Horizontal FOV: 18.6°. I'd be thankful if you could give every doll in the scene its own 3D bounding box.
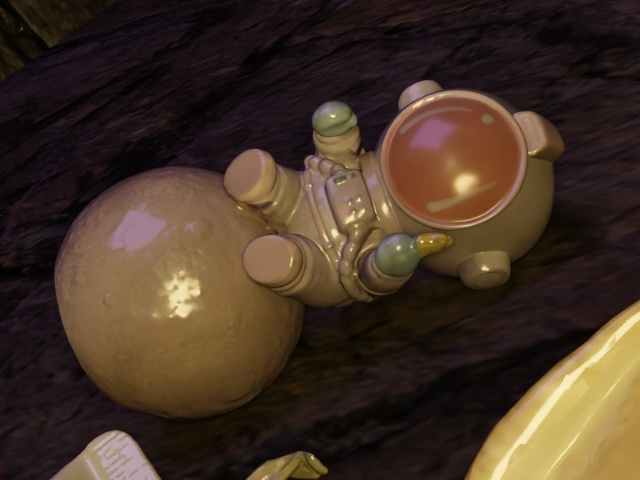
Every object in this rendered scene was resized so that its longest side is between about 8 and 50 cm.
[{"bbox_3d":[0.000,0.000,1.079,0.287,0.151,0.151,-21,18,9],"label":"doll"}]

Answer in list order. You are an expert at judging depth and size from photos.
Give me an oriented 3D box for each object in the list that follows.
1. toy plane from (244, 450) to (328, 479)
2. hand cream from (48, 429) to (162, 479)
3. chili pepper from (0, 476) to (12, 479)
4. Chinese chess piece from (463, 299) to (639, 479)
[{"bbox_3d":[-0.086,0.173,0.790,0.244,0.092,0.229,-15,29,35],"label":"toy plane"},{"bbox_3d":[-0.170,0.227,0.663,0.358,0.118,0.185,-39,44,-4],"label":"hand cream"},{"bbox_3d":[-0.226,0.207,0.898,0.368,0.092,0.137,-44,-13,-43],"label":"chili pepper"},{"bbox_3d":[0.140,0.114,0.298,0.338,0.140,0.338,-40,29,28],"label":"Chinese chess piece"}]
